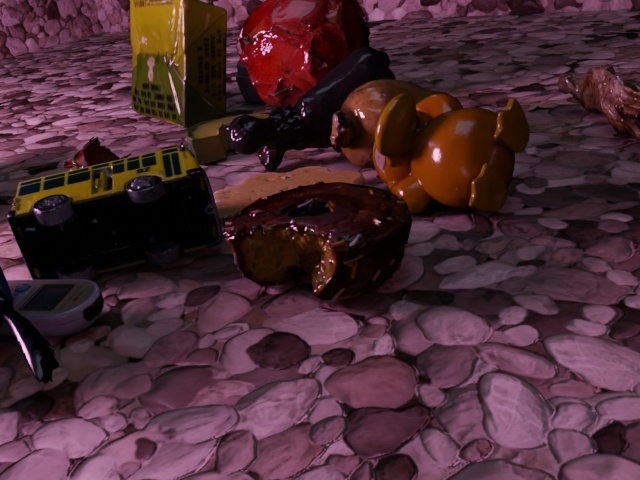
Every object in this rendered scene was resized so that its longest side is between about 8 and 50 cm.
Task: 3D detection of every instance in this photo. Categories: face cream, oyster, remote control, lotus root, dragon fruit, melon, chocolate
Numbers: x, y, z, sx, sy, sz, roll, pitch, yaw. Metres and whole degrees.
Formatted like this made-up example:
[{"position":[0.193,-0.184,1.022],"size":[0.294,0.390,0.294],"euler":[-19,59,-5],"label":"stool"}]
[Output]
[{"position":[-0.155,-0.410,1.918],"size":[0.117,0.104,0.117],"euler":[-5,23,2],"label":"face cream"},{"position":[0.578,-0.231,1.329],"size":[0.204,0.111,0.396],"euler":[8,22,-8],"label":"oyster"},{"position":[-0.380,0.084,0.933],"size":[0.244,0.047,0.087],"euler":[-1,26,16],"label":"remote control"},{"position":[0.122,-0.195,1.299],"size":[0.257,0.154,0.140],"euler":[1,42,-25],"label":"lotus root"},{"position":[-0.389,-0.101,1.271],"size":[0.175,0.142,0.138],"euler":[-35,66,-11],"label":"dragon fruit"},{"position":[-0.180,-0.209,1.526],"size":[0.209,0.064,0.118],"euler":[-17,24,-26],"label":"melon"},{"position":[-0.342,-0.435,1.820],"size":[0.137,0.289,0.301],"euler":[-11,21,-36],"label":"chocolate"},{"position":[-0.032,-0.429,1.719],"size":[0.301,0.295,0.295],"euler":[-25,25,-2],"label":"dragon fruit"}]

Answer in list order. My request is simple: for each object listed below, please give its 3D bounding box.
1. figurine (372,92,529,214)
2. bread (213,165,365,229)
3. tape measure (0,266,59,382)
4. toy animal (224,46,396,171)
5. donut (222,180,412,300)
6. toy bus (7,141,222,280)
[{"position":[0.180,-0.127,1.119],"size":[0.228,0.215,0.215],"euler":[22,33,20],"label":"figurine"},{"position":[-0.052,-0.070,1.196],"size":[0.251,0.039,0.182],"euler":[-9,22,-1],"label":"bread"},{"position":[-0.424,0.096,0.831],"size":[0.215,0.098,0.351],"euler":[-34,51,-12],"label":"tape measure"},{"position":[-0.006,-0.222,1.376],"size":[0.343,0.168,0.106],"euler":[-33,64,-14],"label":"toy animal"},{"position":[0.001,-0.001,0.953],"size":[0.230,0.096,0.216],"euler":[0,22,17],"label":"donut"},{"position":[-0.280,-0.040,1.059],"size":[0.262,0.128,0.150],"euler":[-14,31,-8],"label":"toy bus"}]
